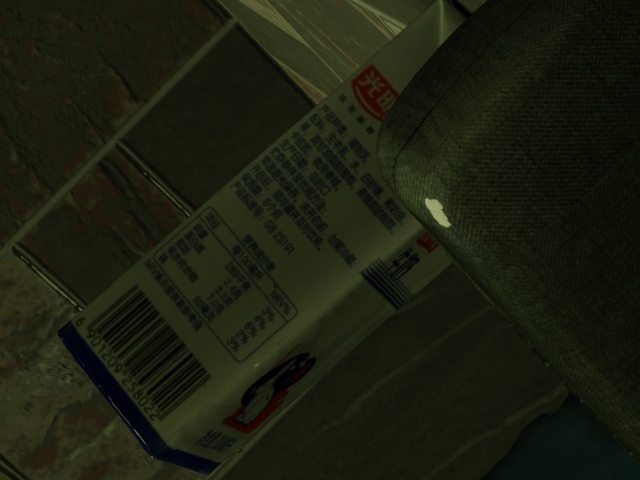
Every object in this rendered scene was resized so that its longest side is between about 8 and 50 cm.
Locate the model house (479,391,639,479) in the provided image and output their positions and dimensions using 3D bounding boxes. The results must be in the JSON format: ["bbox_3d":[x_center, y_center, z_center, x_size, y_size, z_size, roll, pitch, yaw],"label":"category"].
[{"bbox_3d":[0.208,0.281,1.241,0.303,0.237,0.215,43,171,39],"label":"model house"}]

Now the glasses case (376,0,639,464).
[{"bbox_3d":[0.156,0.025,0.723,0.323,0.131,0.074,45,-177,-33],"label":"glasses case"}]

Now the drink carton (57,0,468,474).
[{"bbox_3d":[0.000,0.000,1.129,0.106,0.315,0.130,49,-178,16],"label":"drink carton"}]
